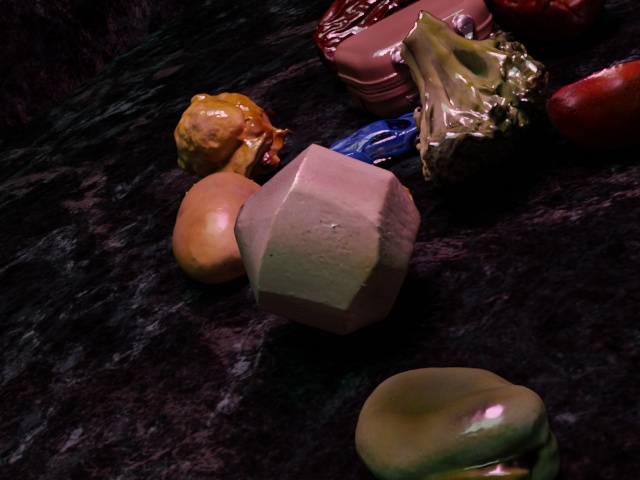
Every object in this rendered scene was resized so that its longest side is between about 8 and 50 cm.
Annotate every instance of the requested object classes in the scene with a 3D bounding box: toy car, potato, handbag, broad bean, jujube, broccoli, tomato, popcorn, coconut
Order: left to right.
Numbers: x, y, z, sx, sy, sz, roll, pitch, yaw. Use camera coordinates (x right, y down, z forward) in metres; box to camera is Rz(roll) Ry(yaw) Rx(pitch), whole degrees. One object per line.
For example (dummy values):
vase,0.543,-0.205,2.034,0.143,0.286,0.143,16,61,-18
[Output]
potato,-0.163,-0.023,1.417,0.150,0.146,0.234,-48,17,28
popcorn,-0.185,-0.201,1.685,0.253,0.190,0.191,14,56,48
coconut,0.001,-0.003,1.100,0.241,0.241,0.241,-21,27,11
toy car,0.108,-0.173,1.508,0.216,0.063,0.103,-25,26,4
jujube,0.140,-0.486,1.902,0.342,0.216,0.216,-39,28,-7
handbag,0.199,-0.354,1.665,0.301,0.149,0.283,-27,24,-6
broad bean,0.125,0.186,0.832,0.169,0.100,0.228,-23,14,-12
broccoli,0.204,-0.214,1.301,0.248,0.245,0.288,-48,-3,17
jujube,0.403,-0.487,1.635,0.223,0.223,0.318,-27,24,-1
tomato,0.415,-0.175,1.216,0.173,0.099,0.189,-25,-18,38

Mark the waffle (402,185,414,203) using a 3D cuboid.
waffle,0.034,-0.032,1.335,0.253,0.056,0.249,-15,29,26
